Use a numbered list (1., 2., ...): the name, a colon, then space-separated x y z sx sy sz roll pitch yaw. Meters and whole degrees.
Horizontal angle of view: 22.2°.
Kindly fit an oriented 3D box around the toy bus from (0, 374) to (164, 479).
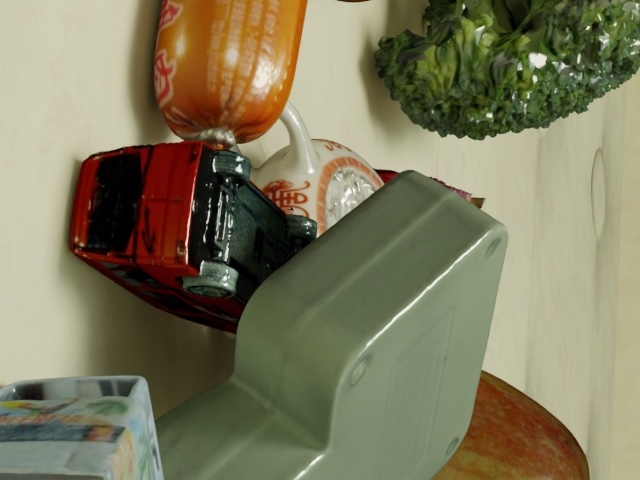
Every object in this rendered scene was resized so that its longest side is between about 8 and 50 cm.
1. toy bus: -0.113 0.233 0.822 0.136 0.109 0.329 -74 159 -67

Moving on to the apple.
1. apple: 0.084 0.206 1.197 0.257 0.234 0.256 -3 90 -70

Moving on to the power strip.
1. power strip: 0.011 0.119 0.951 0.261 0.141 0.229 -39 151 -34

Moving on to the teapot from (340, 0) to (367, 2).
1. teapot: 0.017 -0.244 1.215 0.173 0.116 0.116 37 50 -34

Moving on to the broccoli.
1. broccoli: 0.173 -0.231 1.514 0.375 0.302 0.249 -45 162 -27

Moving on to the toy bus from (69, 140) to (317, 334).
1. toy bus: -0.067 0.007 0.965 0.195 0.089 0.081 42 51 -65

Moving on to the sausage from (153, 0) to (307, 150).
1. sausage: -0.048 -0.183 1.026 0.093 0.093 0.312 55 40 -60

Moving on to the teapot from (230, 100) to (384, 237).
1. teapot: 0.000 0.000 1.130 0.245 0.116 0.159 56 45 -31

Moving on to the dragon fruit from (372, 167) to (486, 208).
1. dragon fruit: 0.068 -0.003 1.361 0.147 0.102 0.096 14 69 -61
